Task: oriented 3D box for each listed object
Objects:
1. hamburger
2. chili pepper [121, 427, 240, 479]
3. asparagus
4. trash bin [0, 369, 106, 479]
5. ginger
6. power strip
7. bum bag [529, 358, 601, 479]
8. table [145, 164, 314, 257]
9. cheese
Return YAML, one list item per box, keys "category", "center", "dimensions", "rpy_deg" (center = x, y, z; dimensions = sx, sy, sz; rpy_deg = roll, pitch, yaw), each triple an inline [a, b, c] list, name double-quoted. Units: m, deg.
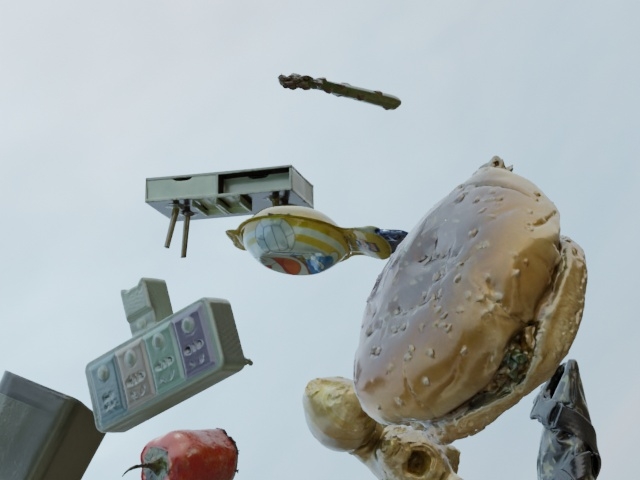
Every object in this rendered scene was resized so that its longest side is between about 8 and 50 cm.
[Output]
- category: "hamburger"
  center: [0.142, 0.056, 1.347]
  dimensions: [0.286, 0.146, 0.243]
  rpy_deg: [-58, 17, -22]
- category: "chili pepper"
  center: [-0.187, 0.288, 1.875]
  dimensions: [0.084, 0.086, 0.192]
  rpy_deg: [-25, -15, 34]
- category: "asparagus"
  center: [0.028, -0.181, 1.779]
  dimensions: [0.248, 0.024, 0.025]
  rpy_deg: [3, -63, -56]
- category: "trash bin"
  center: [-0.407, 0.322, 2.003]
  dimensions: [0.240, 0.122, 0.164]
  rpy_deg: [-66, -18, -12]
- category: "ginger"
  center: [0.104, 0.307, 2.097]
  dimensions: [0.122, 0.363, 0.348]
  rpy_deg: [-62, 9, -7]
- category: "power strip"
  center: [-0.180, 0.116, 1.649]
  dimensions: [0.216, 0.145, 0.061]
  rpy_deg: [-29, -22, 33]
- category: "bum bag"
  center: [0.260, 0.235, 1.533]
  dimensions: [0.069, 0.248, 0.102]
  rpy_deg: [8, -35, -16]
- category: "table"
  center: [-0.141, -0.040, 2.281]
  dimensions: [0.121, 0.240, 0.111]
  rpy_deg: [39, -132, -68]
- category: "cheese"
  center: [0.000, 0.000, 2.053]
  dimensions: [0.177, 0.270, 0.069]
  rpy_deg: [61, -147, -61]
